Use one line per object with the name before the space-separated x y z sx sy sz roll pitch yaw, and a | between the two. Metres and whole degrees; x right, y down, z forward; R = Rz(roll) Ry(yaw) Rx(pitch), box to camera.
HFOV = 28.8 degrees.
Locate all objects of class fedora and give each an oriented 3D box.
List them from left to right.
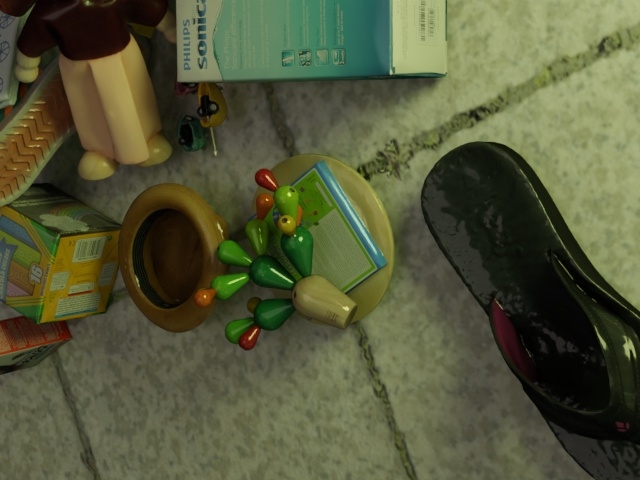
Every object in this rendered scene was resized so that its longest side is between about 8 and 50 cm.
fedora | -0.168 0.018 1.556 0.194 0.079 0.194 9 105 37

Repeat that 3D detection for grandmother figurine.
grandmother figurine | -0.260 -0.231 1.462 0.342 0.208 0.104 77 167 -45

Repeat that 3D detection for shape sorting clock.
shape sorting clock | 0.000 0.000 1.460 0.206 0.040 0.206 8 106 32

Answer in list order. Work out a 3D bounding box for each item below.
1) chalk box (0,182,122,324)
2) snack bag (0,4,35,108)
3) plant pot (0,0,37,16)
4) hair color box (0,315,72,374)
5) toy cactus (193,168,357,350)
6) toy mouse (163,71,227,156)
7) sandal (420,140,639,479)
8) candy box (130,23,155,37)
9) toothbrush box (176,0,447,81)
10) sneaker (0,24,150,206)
chalk box | -0.389 0.006 1.676 0.213 0.132 0.132 26 110 31
snack bag | -0.494 -0.298 1.677 0.323 0.037 0.342 -10 61 33
plant pot | -0.356 -0.427 1.475 0.272 0.272 0.265 43 99 23
hair color box | -0.433 0.146 1.699 0.093 0.167 0.053 -35 76 33
toy cactus | -0.045 0.044 1.424 0.180 0.112 0.219 28 107 15
toy mouse | -0.154 -0.168 1.546 0.143 0.031 0.161 -19 76 60
sandal | 0.238 0.095 1.266 0.167 0.107 0.446 -47 70 29
candy box | -0.191 -0.363 1.536 0.206 0.027 0.105 -60 35 24
toothbrush box | -0.015 -0.284 1.385 0.295 0.126 0.216 2 96 34
sneaker | -0.355 -0.180 1.610 0.302 0.108 0.121 -42 38 -1
